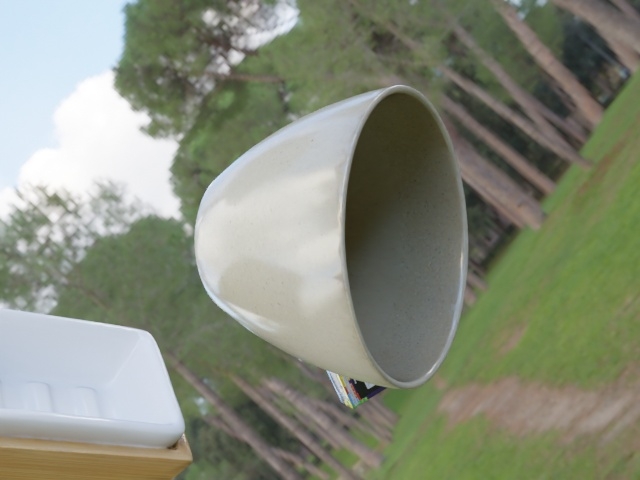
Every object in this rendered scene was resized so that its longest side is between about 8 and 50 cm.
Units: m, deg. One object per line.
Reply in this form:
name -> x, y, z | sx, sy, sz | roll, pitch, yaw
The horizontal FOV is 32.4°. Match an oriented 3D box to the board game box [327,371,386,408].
board game box -> 0.066, 0.157, 1.744 | 0.141, 0.170, 0.048 | -28, 13, -21

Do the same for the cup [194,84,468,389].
cup -> 0.000, 0.000, 1.257 | 0.237, 0.331, 0.331 | -2, 18, 30

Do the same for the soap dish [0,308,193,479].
soap dish -> -0.309, 0.182, 1.221 | 0.291, 0.229, 0.118 | 10, -65, -27
